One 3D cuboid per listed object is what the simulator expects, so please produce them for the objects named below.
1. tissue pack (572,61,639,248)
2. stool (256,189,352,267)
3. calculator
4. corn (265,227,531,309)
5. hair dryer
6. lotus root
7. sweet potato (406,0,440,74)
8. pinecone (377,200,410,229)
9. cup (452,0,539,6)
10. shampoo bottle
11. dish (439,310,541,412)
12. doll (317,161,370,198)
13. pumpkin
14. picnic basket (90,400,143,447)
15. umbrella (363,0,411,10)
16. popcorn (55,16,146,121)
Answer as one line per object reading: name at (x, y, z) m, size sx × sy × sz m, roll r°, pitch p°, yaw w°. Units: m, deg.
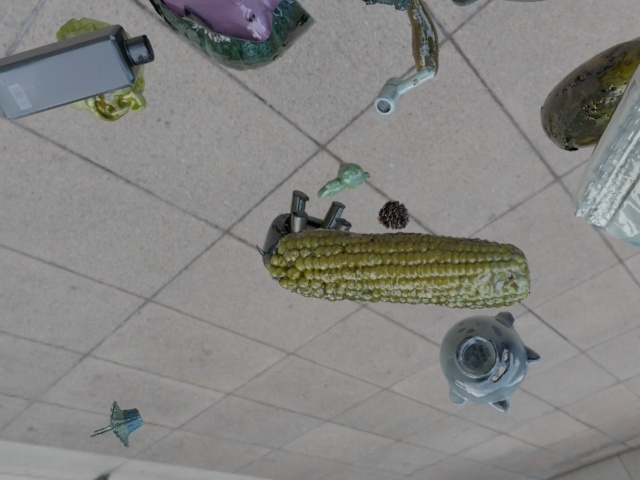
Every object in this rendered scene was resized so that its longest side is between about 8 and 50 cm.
tissue pack at (0.464, -0.181, 0.541) m, size 0.266 × 0.194 × 0.356 m, roll -47°, pitch 154°, yaw -30°
stool at (-0.005, -0.005, 0.910) m, size 0.228 × 0.153 × 0.139 m, roll -15°, pitch 134°, yaw -50°
calculator at (-0.122, -0.351, 0.572) m, size 0.194 × 0.294 × 0.043 m, roll -53°, pitch 151°, yaw 2°
corn at (0.079, 0.033, 0.583) m, size 0.319 × 0.097 × 0.097 m, roll 2°, pitch 145°, yaw 27°
hair dryer at (0.177, -0.314, 0.997) m, size 0.137 × 0.082 × 0.047 m, roll -18°, pitch 123°, yaw 44°
lotus root at (0.605, -0.305, 1.039) m, size 0.195 × 0.179 × 0.397 m, roll -4°, pitch 172°, yaw -2°
sweet potato at (0.273, -0.546, 1.299) m, size 0.077 × 0.077 × 0.244 m, roll -18°, pitch 128°, yaw 5°
pinecone at (0.235, -0.080, 1.554) m, size 0.102 × 0.109 × 0.102 m, roll -2°, pitch 99°, yaw -17°
cup at (0.265, -0.364, 0.579) m, size 0.150 × 0.199 × 0.199 m, roll 11°, pitch 133°, yaw -14°
shampoo bottle at (-0.380, -0.265, 0.754) m, size 0.246 × 0.079 × 0.080 m, roll -15°, pitch 129°, yaw 1°
dish at (0.375, 0.268, 1.115) m, size 0.227 × 0.236 × 0.086 m, roll 5°, pitch 166°, yaw 30°
doll at (0.051, -0.160, 1.299) m, size 0.115 × 0.078 × 0.150 m, roll -4°, pitch 158°, yaw -48°
pumpkin at (-0.176, -0.415, 0.824) m, size 0.293 × 0.263 × 0.197 m, roll 44°, pitch 104°, yaw -6°
picnic basket at (-0.355, 0.322, 0.847) m, size 0.083 × 0.083 × 0.065 m, roll -18°, pitch 178°, yaw -28°
umbrella at (0.133, -0.576, 0.826) m, size 0.143 × 0.094 × 0.349 m, roll -2°, pitch 106°, yaw -49°
popcorn at (-0.561, -0.432, 1.228) m, size 0.259 × 0.259 × 0.212 m, roll -19°, pitch 163°, yaw 6°
